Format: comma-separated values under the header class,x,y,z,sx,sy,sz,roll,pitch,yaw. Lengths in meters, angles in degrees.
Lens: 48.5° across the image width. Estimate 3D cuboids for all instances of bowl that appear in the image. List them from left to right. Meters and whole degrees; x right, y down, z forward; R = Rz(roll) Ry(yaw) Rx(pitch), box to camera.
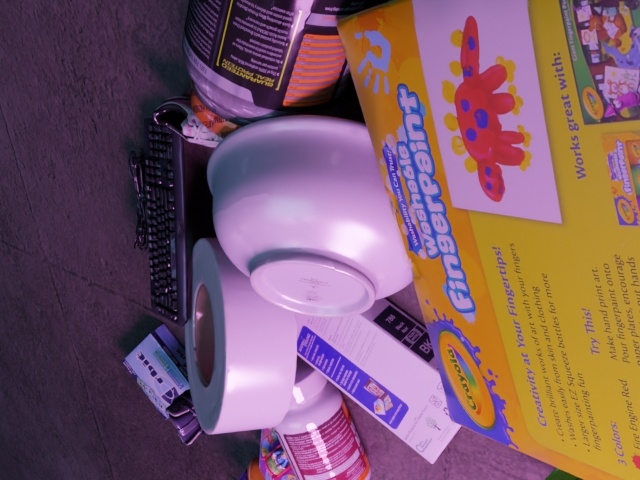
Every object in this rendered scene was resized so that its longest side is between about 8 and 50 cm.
class,x,y,z,sx,sy,sz,roll,pitch,yaw
bowl,0.000,0.000,0.816,0.297,0.134,0.298,8,151,5

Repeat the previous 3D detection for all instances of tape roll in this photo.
class,x,y,z,sx,sy,sz,roll,pitch,yaw
tape roll,-0.126,0.135,1.044,0.286,0.100,0.286,178,90,-68

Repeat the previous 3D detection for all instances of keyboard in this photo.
class,x,y,z,sx,sy,sz,roll,pitch,yaw
keyboard,-0.265,-0.036,1.138,0.201,0.033,0.317,18,111,54

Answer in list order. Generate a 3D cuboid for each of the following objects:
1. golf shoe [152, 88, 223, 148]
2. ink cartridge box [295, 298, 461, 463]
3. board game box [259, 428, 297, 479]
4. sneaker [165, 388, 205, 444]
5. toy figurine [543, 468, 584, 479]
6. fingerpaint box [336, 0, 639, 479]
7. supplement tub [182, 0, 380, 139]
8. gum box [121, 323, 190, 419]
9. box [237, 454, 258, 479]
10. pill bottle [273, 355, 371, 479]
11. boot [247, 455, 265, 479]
class,x,y,z,sx,sy,sz,roll,pitch,yaw
golf shoe,-0.150,-0.153,0.992,0.186,0.086,0.068,24,129,27
ink cartridge box,0.068,0.159,1.021,0.332,0.065,0.165,36,135,16
board game box,-0.068,0.378,1.257,0.133,0.033,0.169,8,96,37
sneaker,-0.168,0.293,1.245,0.226,0.163,0.086,-7,110,42
toy figurine,0.375,0.354,0.871,0.159,0.130,0.173,41,113,-7
fingerpaint box,0.231,-0.020,0.601,0.371,0.163,0.445,7,118,60
supplement tub,-0.036,-0.260,0.741,0.193,0.193,0.316,39,135,15
gum box,-0.318,0.271,1.451,0.157,0.041,0.184,51,137,2
box,-0.093,0.538,1.360,0.036,0.136,0.225,-32,92,22
pill bottle,-0.009,0.302,1.139,0.121,0.121,0.221,-5,113,43
boot,0.005,0.482,1.283,0.211,0.104,0.295,-45,69,31
